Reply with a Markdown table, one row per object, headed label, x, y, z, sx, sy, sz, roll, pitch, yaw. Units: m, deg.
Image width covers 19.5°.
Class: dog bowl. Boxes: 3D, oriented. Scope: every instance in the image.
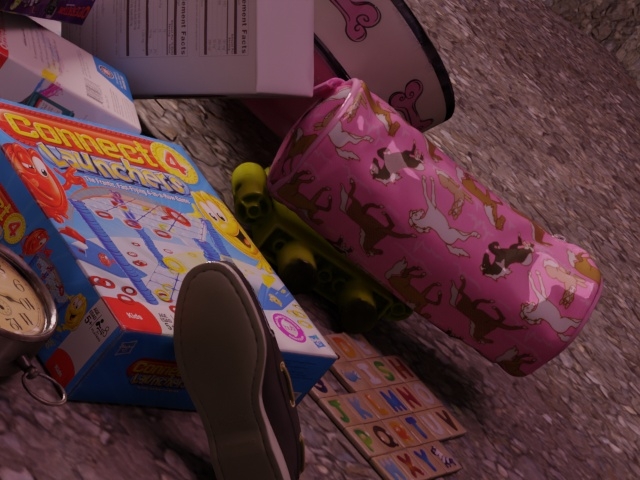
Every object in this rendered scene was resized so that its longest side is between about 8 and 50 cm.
| label | x | y | z | sx | sy | sz | roll | pitch | yaw |
| --- | --- | --- | --- | --- | --- | --- | --- | --- | --- |
| dog bowl | -0.033 | -0.249 | 2.230 | 0.408 | 0.150 | 0.408 | 44 | -11 | 11 |

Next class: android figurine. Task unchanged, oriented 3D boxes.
| label | x | y | z | sx | sy | sz | roll | pitch | yaw |
| --- | --- | --- | --- | --- | --- | --- | --- | --- | --- |
| android figurine | 0.000 | 0.000 | 2.100 | 0.248 | 0.056 | 0.273 | 34 | 20 | -18 |

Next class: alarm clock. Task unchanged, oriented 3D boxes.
| label | x | y | z | sx | sy | sz | roll | pitch | yaw |
| --- | --- | --- | --- | --- | --- | --- | --- | --- | --- |
| alarm clock | -0.264 | 0.064 | 1.468 | 0.192 | 0.064 | 0.129 | 46 | 20 | 22 |

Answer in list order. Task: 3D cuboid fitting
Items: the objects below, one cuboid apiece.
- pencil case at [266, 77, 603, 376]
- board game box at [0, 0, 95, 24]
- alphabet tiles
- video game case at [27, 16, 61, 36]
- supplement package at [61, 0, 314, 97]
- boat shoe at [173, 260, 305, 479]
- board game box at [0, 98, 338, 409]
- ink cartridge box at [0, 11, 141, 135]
| label | x | y | z | sx | sy | sz | roll | pitch | yaw |
| --- | --- | --- | --- | --- | --- | --- | --- | --- | --- |
| pencil case | 0.123 | -0.016 | 2.046 | 0.386 | 0.160 | 0.167 | 36 | 22 | -13 |
| board game box | -0.414 | -0.326 | 1.907 | 0.346 | 0.056 | 0.208 | 31 | 14 | 12 |
| alphabet tiles | 0.066 | 0.170 | 1.933 | 0.198 | 0.009 | 0.237 | 47 | 21 | 19 |
| video game case | -0.307 | -0.261 | 2.153 | 0.157 | 0.019 | 0.143 | 51 | 22 | 26 |
| supplement package | -0.143 | -0.220 | 2.008 | 0.244 | 0.134 | 0.139 | 2 | 3 | 27 |
| boat shoe | -0.066 | 0.119 | 1.560 | 0.068 | 0.081 | 0.228 | -44 | 125 | -64 |
| board game box | -0.174 | 0.017 | 1.700 | 0.308 | 0.086 | 0.302 | 12 | 35 | -54 |
| ink cartridge box | -0.300 | -0.164 | 1.867 | 0.231 | 0.078 | 0.134 | 30 | 20 | -27 |
